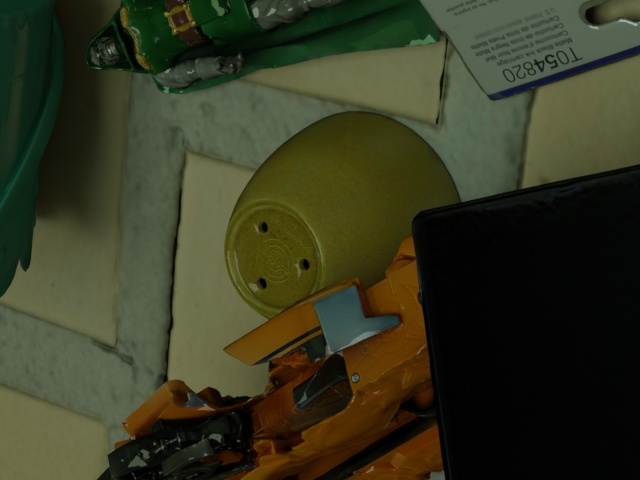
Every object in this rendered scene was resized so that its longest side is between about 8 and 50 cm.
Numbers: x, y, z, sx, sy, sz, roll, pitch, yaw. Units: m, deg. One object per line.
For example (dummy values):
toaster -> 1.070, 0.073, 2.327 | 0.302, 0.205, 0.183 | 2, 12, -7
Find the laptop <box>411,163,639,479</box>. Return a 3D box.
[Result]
laptop -> 0.277, 0.140, 0.807 | 0.408, 0.236, 0.382 | -7, 87, -5

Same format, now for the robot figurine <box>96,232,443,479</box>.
robot figurine -> 0.008, 0.094, 1.049 | 0.291, 0.211, 0.085 | -32, 58, 33

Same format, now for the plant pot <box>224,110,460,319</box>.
plant pot -> 0.000, 0.000, 1.078 | 0.134, 0.095, 0.134 | 9, 107, 33

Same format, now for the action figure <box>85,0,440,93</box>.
action figure -> -0.053, -0.140, 1.104 | 0.232, 0.063, 0.137 | -19, 94, 40

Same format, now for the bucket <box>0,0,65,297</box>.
bucket -> -0.291, -0.092, 1.155 | 0.281, 0.281, 0.183 | 27, 115, 26

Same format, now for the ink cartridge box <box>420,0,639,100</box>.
ink cartridge box -> 0.121, -0.193, 0.951 | 0.223, 0.045, 0.224 | -16, 122, 36
